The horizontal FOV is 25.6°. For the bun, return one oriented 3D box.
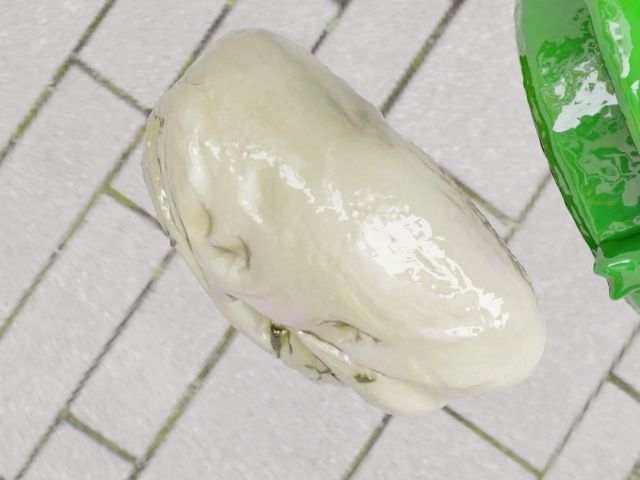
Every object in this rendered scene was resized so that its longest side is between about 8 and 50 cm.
[{"bbox_3d":[0.000,0.000,0.670,0.116,0.237,0.210,-46,111,-5],"label":"bun"}]

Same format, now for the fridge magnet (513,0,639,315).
[{"bbox_3d":[0.139,-0.048,0.537,0.088,0.208,0.208,-22,106,26],"label":"fridge magnet"}]
